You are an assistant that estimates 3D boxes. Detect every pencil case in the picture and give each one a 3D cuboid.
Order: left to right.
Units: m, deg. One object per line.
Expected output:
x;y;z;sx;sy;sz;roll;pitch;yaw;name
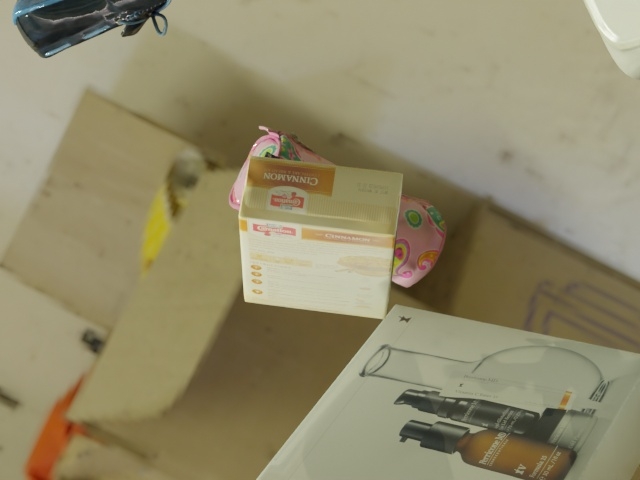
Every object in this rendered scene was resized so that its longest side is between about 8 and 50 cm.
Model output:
0.023;-0.043;2.190;0.124;0.284;0.124;-47;29;36;pencil case

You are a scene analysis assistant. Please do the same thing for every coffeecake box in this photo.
0.000;0.000;1.596;0.185;0.142;0.068;92;-174;-64;coffeecake box

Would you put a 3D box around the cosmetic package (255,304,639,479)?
0.110;0.225;1.557;0.377;0.284;0.097;-49;-44;-41;cosmetic package

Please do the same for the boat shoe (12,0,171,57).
-0.237;-0.289;2.028;0.109;0.258;0.089;-78;-29;-53;boat shoe

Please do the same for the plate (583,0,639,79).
0.288;-0.286;1.554;0.045;0.277;0.278;-27;5;-18;plate
